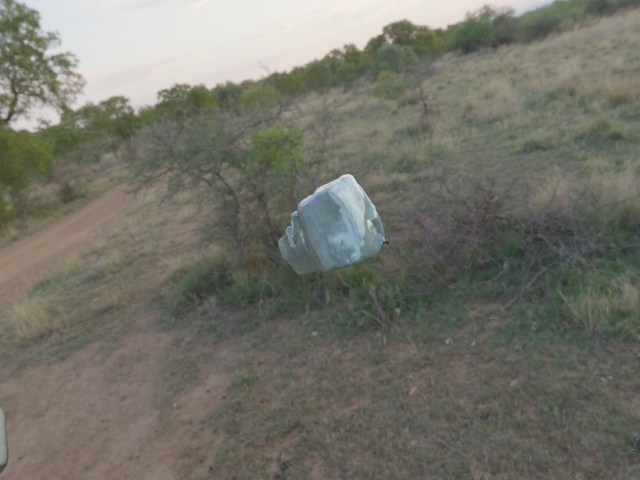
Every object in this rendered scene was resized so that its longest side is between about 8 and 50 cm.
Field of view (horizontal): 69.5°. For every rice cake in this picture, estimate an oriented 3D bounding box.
[{"bbox_3d":[0.000,0.000,0.473,0.063,0.066,0.336,-26,-2,-10],"label":"rice cake"}]

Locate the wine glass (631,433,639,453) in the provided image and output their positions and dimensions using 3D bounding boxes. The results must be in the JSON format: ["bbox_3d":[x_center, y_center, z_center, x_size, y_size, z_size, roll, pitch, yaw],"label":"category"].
[{"bbox_3d":[0.656,0.426,0.792,0.103,0.103,0.222,-17,29,2],"label":"wine glass"}]

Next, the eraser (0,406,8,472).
[{"bbox_3d":[-0.337,0.055,0.232,0.061,0.352,0.089,-47,39,-10],"label":"eraser"}]
